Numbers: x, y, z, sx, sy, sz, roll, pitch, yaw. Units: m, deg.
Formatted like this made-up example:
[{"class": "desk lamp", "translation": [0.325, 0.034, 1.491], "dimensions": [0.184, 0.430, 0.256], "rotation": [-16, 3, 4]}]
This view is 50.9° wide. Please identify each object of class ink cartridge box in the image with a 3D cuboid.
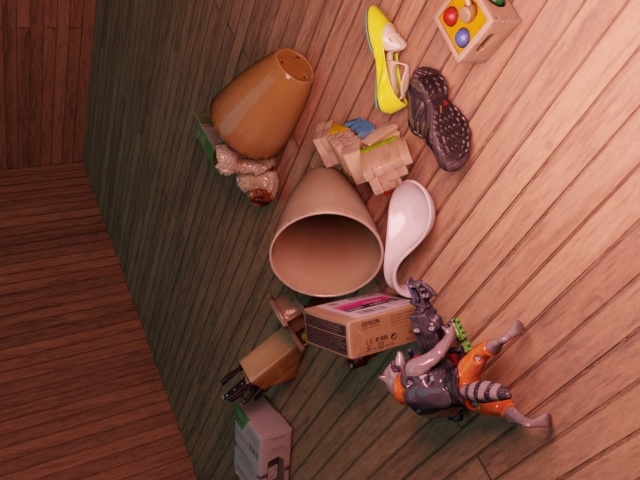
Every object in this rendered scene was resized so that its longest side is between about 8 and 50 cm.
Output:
[{"class": "ink cartridge box", "translation": [-0.341, -0.342, 2.235], "dimensions": [0.209, 0.109, 0.062], "rotation": [57, 142, 33]}, {"class": "ink cartridge box", "translation": [0.108, 0.186, 1.530], "dimensions": [0.193, 0.235, 0.088], "rotation": [8, 106, 57]}, {"class": "ink cartridge box", "translation": [-0.205, 0.722, 2.333], "dimensions": [0.211, 0.122, 0.289], "rotation": [36, 129, 49]}]

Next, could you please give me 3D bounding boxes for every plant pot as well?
[{"class": "plant pot", "translation": [-0.134, -0.385, 1.792], "dimensions": [0.254, 0.237, 0.237], "rotation": [-43, 62, 41]}, {"class": "plant pot", "translation": [0.010, -0.051, 1.608], "dimensions": [0.274, 0.257, 0.256], "rotation": [-92, 15, -49]}]

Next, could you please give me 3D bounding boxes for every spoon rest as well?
[{"class": "spoon rest", "translation": [0.190, 0.002, 1.482], "dimensions": [0.137, 0.084, 0.276], "rotation": [34, 128, 50]}]

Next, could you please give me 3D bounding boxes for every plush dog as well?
[{"class": "plush dog", "translation": [-0.191, -0.214, 2.002], "dimensions": [0.262, 0.211, 0.225], "rotation": [-104, -2, -71]}]

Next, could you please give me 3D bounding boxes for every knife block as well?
[{"class": "knife block", "translation": [-0.188, 0.389, 2.081], "dimensions": [0.088, 0.242, 0.275], "rotation": [54, 141, 35]}]

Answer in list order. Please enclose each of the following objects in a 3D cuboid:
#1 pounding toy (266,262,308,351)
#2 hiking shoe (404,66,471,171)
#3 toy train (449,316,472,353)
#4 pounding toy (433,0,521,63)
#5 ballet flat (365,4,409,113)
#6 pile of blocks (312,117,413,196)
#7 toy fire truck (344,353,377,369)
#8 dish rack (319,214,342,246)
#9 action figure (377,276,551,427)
[{"class": "pounding toy", "translation": [-0.052, 0.181, 1.887], "dimensions": [0.269, 0.155, 0.154], "rotation": [61, 175, -36]}, {"class": "hiking shoe", "translation": [0.232, -0.232, 1.359], "dimensions": [0.114, 0.086, 0.226], "rotation": [121, 137, -66]}, {"class": "toy train", "translation": [0.296, 0.201, 1.425], "dimensions": [0.017, 0.024, 0.083], "rotation": [-47, 60, 54]}, {"class": "pounding toy", "translation": [0.271, -0.412, 1.197], "dimensions": [0.141, 0.100, 0.130], "rotation": [-49, 58, 53]}, {"class": "ballet flat", "translation": [0.152, -0.391, 1.447], "dimensions": [0.077, 0.077, 0.230], "rotation": [2, 105, 37]}, {"class": "pile of blocks", "translation": [0.111, -0.193, 1.547], "dimensions": [0.362, 0.149, 0.112], "rotation": [43, 165, 55]}, {"class": "toy fire truck", "translation": [0.101, 0.240, 1.742], "dimensions": [0.135, 0.047, 0.192], "rotation": [65, 148, 23]}, {"class": "dish rack", "translation": [0.000, 0.000, 1.816], "dimensions": [0.271, 0.074, 0.208], "rotation": [55, 143, 33]}, {"class": "action figure", "translation": [0.249, 0.245, 1.337], "dimensions": [0.330, 0.178, 0.341], "rotation": [-17, 102, 42]}]
